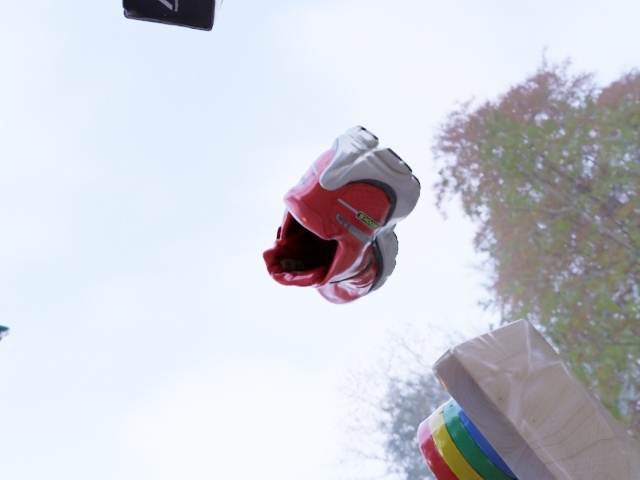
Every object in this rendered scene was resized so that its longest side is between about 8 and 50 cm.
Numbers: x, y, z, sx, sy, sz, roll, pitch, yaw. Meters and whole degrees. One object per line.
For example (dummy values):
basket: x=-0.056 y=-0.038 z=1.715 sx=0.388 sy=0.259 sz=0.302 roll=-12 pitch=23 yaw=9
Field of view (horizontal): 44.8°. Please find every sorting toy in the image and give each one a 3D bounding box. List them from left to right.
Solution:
sorting toy: x=0.201 y=0.203 z=0.667 sx=0.089 sy=0.255 sz=0.257 roll=-46 pitch=-19 yaw=20

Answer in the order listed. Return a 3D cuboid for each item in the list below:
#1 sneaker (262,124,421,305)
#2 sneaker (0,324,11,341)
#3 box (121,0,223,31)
sneaker: x=0.000 y=0.000 z=0.691 sx=0.118 sy=0.107 sz=0.279 roll=-39 pitch=-17 yaw=-17
sneaker: x=-0.295 y=0.056 z=0.481 sx=0.178 sy=0.295 sz=0.124 roll=7 pitch=-53 yaw=-45
box: x=-0.068 y=-0.302 z=0.475 sx=0.060 sy=0.216 sz=0.270 roll=9 pitch=-48 yaw=-4
